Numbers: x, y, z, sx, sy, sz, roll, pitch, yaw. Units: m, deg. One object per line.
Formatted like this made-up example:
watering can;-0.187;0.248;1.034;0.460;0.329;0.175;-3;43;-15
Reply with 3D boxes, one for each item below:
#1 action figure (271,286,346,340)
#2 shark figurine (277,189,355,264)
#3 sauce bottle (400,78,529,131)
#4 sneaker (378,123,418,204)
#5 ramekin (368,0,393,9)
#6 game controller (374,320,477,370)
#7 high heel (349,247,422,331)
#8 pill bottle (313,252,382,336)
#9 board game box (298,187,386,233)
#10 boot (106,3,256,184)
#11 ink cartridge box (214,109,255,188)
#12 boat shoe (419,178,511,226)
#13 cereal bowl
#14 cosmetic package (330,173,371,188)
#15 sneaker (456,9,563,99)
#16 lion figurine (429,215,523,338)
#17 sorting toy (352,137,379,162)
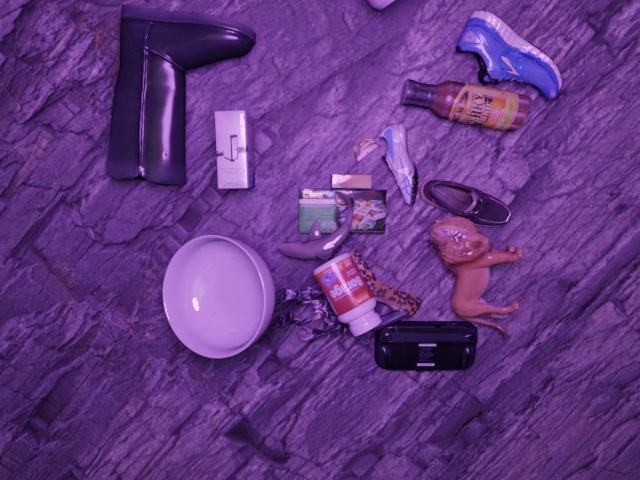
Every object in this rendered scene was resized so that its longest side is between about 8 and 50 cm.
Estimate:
action figure;-0.017;0.210;1.280;0.276;0.141;0.163;17;66;-41
shark figurine;0.029;-0.004;1.239;0.278;0.116;0.166;-41;110;16
sauce bottle;0.403;-0.388;1.224;0.345;0.111;0.111;8;98;-2
sneaker;0.231;-0.217;1.263;0.086;0.085;0.236;-10;103;26
ramekin;0.210;-0.709;1.099;0.273;0.273;0.127;-37;110;3
game controller;0.330;0.332;1.357;0.320;0.067;0.166;1;114;-1
high heel;0.195;0.124;1.319;0.187;0.093;0.260;-20;89;-18
pill bottle;0.080;0.152;1.212;0.121;0.121;0.216;-30;84;2
board game box;0.064;-0.088;1.295;0.260;0.030;0.136;1;100;-3
boot;-0.379;-0.367;1.174;0.368;0.146;0.444;9;95;5
ink cartridge box;-0.233;-0.246;1.199;0.086;0.148;0.202;-1;97;0
boat shoe;0.434;-0.108;1.273;0.286;0.092;0.102;22;97;-5
cereal bowl;-0.271;0.152;1.234;0.340;0.141;0.338;0;89;21
cosmetic package;0.088;-0.173;1.267;0.115;0.060;0.041;0;98;-4
sneaker;0.524;-0.491;1.221;0.330;0.129;0.147;34;110;-3
lion figurine;0.452;0.119;1.288;0.241;0.142;0.391;-3;103;6
sorting toy;0.130;-0.268;1.246;0.083;0.075;0.044;-38;98;3
